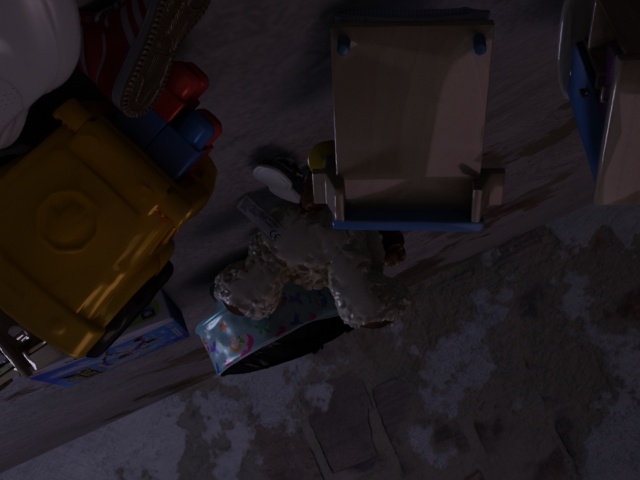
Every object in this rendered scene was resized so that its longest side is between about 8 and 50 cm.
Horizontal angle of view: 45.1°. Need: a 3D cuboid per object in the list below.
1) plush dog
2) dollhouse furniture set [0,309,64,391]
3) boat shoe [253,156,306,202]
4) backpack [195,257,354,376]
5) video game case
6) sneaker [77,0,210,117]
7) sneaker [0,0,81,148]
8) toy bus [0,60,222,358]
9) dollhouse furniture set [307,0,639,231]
[{"bbox_3d":[0.000,0.000,1.062,0.262,0.211,0.225,3,-174,8],"label":"plush dog"},{"bbox_3d":[-0.368,0.100,0.995,0.181,0.101,0.161,-31,-169,29],"label":"dollhouse furniture set"},{"bbox_3d":[-0.042,-0.076,0.882,0.046,0.038,0.125,17,172,17],"label":"boat shoe"},{"bbox_3d":[-0.082,0.123,1.299,0.225,0.191,0.253,-35,171,35],"label":"backpack"},{"bbox_3d":[-0.357,0.169,1.301,0.244,0.061,0.269,-21,168,-8],"label":"video game case"},{"bbox_3d":[-0.112,-0.143,0.478,0.118,0.067,0.042,-58,155,13],"label":"sneaker"},{"bbox_3d":[-0.195,-0.084,0.404,0.094,0.080,0.212,-45,-175,-37],"label":"sneaker"},{"bbox_3d":[-0.150,-0.043,0.595,0.211,0.149,0.220,-48,-175,7],"label":"toy bus"},{"bbox_3d":[0.131,-0.179,0.675,0.303,0.198,0.287,-1,129,6],"label":"dollhouse furniture set"}]
